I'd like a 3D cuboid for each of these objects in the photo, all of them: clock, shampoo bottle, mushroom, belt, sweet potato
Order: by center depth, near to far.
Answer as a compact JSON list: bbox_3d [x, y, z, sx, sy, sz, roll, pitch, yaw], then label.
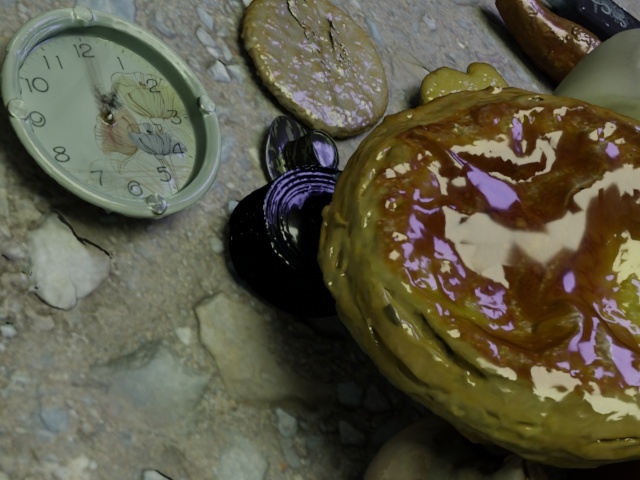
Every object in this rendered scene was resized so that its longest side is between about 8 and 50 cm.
[{"bbox_3d":[0.140,0.266,1.113,0.226,0.178,0.226,17,60,-33],"label":"mushroom"},{"bbox_3d":[-0.206,-0.117,1.178,0.236,0.053,0.236,21,50,-27],"label":"clock"},{"bbox_3d":[0.000,0.000,1.255,0.198,0.078,0.151,7,65,-40],"label":"belt"},{"bbox_3d":[0.392,-0.255,1.791,0.354,0.095,0.106,31,48,-19],"label":"sweet potato"},{"bbox_3d":[0.448,-0.334,1.922,0.309,0.071,0.098,29,48,-21],"label":"shampoo bottle"}]

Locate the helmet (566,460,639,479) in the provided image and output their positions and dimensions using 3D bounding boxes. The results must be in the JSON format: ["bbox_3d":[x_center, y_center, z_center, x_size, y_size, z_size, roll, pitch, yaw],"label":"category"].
[{"bbox_3d":[0.393,0.217,1.275,0.230,0.385,0.337,41,49,18],"label":"helmet"}]

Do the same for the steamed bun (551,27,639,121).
[{"bbox_3d":[0.432,-0.019,1.509,0.456,0.290,0.371,52,35,-6],"label":"steamed bun"}]

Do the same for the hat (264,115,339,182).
[{"bbox_3d":[-0.010,-0.092,1.338,0.121,0.050,0.121,25,48,-30],"label":"hat"}]

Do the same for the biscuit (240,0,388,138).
[{"bbox_3d":[-0.003,-0.217,1.452,0.220,0.033,0.220,23,49,-29],"label":"biscuit"}]

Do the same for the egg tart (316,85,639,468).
[{"bbox_3d":[0.207,0.040,1.195,0.443,0.178,0.443,6,53,-8],"label":"egg tart"}]

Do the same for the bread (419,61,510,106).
[{"bbox_3d":[0.192,-0.140,1.557,0.149,0.065,0.188,-5,67,-32],"label":"bread"}]
